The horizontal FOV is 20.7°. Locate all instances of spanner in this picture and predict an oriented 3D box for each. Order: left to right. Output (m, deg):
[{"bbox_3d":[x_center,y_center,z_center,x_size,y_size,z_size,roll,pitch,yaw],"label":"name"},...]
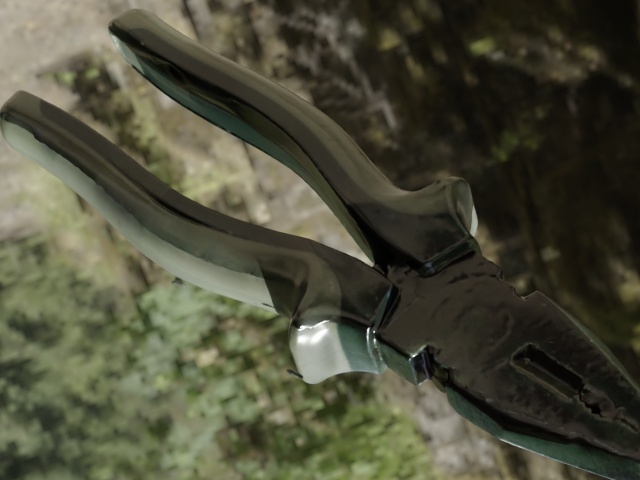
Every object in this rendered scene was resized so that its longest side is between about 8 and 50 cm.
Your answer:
[{"bbox_3d":[0.000,0.000,0.664,0.325,0.040,0.096,33,-114,34],"label":"spanner"}]
